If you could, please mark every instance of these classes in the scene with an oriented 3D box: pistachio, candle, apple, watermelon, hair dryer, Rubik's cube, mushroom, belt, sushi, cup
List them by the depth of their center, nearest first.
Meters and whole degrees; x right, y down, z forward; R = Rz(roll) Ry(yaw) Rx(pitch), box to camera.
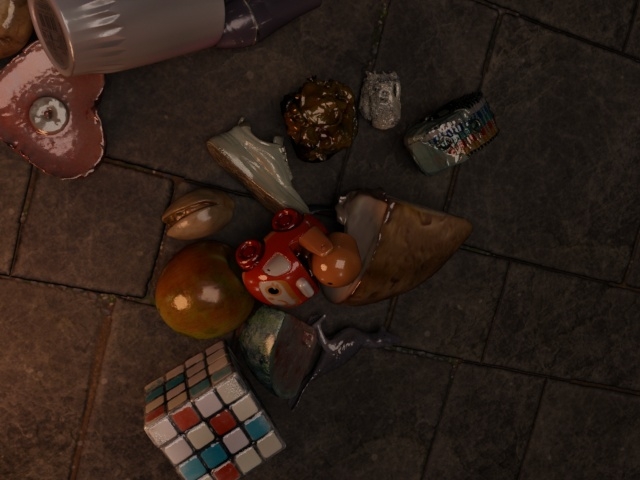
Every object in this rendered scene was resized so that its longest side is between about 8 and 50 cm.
[{"bbox_3d":[-0.721,-0.514,1.471,0.255,0.184,0.254,-1,84,7],"label":"mushroom"},{"bbox_3d":[-0.411,-0.501,1.483,0.372,0.253,0.253,-28,107,-29],"label":"cup"},{"bbox_3d":[-0.630,-0.289,1.568,0.288,0.131,0.316,-7,92,-17],"label":"candle"},{"bbox_3d":[-0.187,-0.662,1.654,0.301,0.121,0.361,-28,101,-19],"label":"hair dryer"},{"bbox_3d":[-0.004,-0.300,1.707,0.213,0.204,0.200,-38,103,-12],"label":"sushi"},{"bbox_3d":[-0.291,0.125,1.710,0.226,0.246,0.246,-32,108,13],"label":"apple"},{"bbox_3d":[-0.304,-0.065,1.713,0.185,0.124,0.124,-18,105,4],"label":"pistachio"},{"bbox_3d":[-0.275,0.446,1.731,0.256,0.259,0.253,-31,108,-9],"label":"Rubik's cube"},{"bbox_3d":[-0.111,0.257,1.758,0.226,0.148,0.318,-42,144,-35],"label":"watermelon"},{"bbox_3d":[0.223,0.038,1.798,0.398,0.224,0.313,10,97,-35],"label":"mushroom"},{"bbox_3d":[0.344,-0.280,1.810,0.258,0.207,0.150,-35,105,-16],"label":"belt"}]

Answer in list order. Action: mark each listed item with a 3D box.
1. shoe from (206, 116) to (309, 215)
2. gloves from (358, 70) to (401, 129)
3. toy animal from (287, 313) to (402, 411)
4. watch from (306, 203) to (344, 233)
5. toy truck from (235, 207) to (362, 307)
[{"bbox_3d":[-0.126,-0.188,1.732,0.316,0.124,0.159,40,73,-11],"label":"shoe"},{"bbox_3d":[0.159,-0.370,1.811,0.115,0.070,0.153,-5,103,-16],"label":"gloves"},{"bbox_3d":[0.027,0.296,1.884,0.367,0.081,0.205,-31,105,-5],"label":"toy animal"},{"bbox_3d":[0.000,0.000,1.834,0.193,0.068,0.206,22,96,-22],"label":"watch"},{"bbox_3d":[-0.043,0.064,1.636,0.265,0.239,0.189,-43,139,-8],"label":"toy truck"}]
